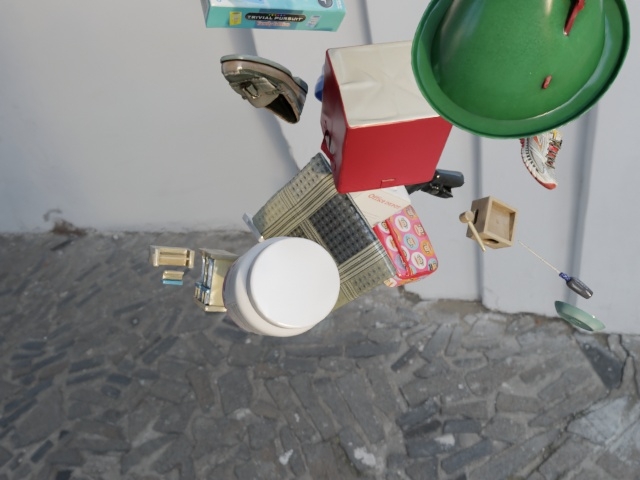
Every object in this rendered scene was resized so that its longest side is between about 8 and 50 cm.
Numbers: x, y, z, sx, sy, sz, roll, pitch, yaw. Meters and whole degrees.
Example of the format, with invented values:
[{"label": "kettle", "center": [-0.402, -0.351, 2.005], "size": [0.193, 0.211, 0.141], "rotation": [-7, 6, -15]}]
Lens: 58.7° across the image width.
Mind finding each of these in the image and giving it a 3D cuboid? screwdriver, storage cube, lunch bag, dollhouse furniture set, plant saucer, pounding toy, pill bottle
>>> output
[{"label": "screwdriver", "center": [0.444, 0.056, 1.084], "size": [0.170, 0.024, 0.025], "rotation": [34, 75, 5]}, {"label": "storage cube", "center": [0.109, -0.220, 1.026], "size": [0.215, 0.193, 0.183], "rotation": [-8, 62, -8]}, {"label": "lunch bag", "center": [0.258, 0.014, 2.008], "size": [0.258, 0.120, 0.293], "rotation": [-10, 70, -36]}, {"label": "dollhouse furniture set", "center": [-0.296, 0.082, 1.284], "size": [0.184, 0.129, 0.129], "rotation": [6, 2, -26]}, {"label": "plant saucer", "center": [0.587, 0.177, 1.301], "size": [0.119, 0.119, 0.021], "rotation": [28, 83, 41]}, {"label": "pounding toy", "center": [0.502, -0.043, 1.783], "size": [0.094, 0.206, 0.181], "rotation": [-16, 56, 61]}, {"label": "pill bottle", "center": [-0.072, 0.079, 0.955], "size": [0.160, 0.160, 0.283], "rotation": [-29, 1, -18]}]

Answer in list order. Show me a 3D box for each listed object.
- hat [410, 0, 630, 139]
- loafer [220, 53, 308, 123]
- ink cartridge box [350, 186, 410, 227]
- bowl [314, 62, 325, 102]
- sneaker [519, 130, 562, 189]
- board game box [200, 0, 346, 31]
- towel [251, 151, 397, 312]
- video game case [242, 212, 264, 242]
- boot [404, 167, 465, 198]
[{"label": "hat", "center": [0.155, -0.200, 0.403], "size": [0.173, 0.183, 0.208], "rotation": [32, 85, 18]}, {"label": "loafer", "center": [-0.095, -0.282, 1.079], "size": [0.096, 0.084, 0.267], "rotation": [3, 3, 25]}, {"label": "ink cartridge box", "center": [0.077, -0.100, 1.590], "size": [0.283, 0.207, 0.117], "rotation": [-33, 62, 29]}, {"label": "bowl", "center": [0.182, -0.369, 1.372], "size": [0.392, 0.077, 0.391], "rotation": [5, 2, 0]}, {"label": "sneaker", "center": [0.538, -0.225, 1.378], "size": [0.093, 0.088, 0.225], "rotation": [-25, 54, 36]}, {"label": "board game box", "center": [-0.129, -0.639, 1.378], "size": [0.336, 0.079, 0.253], "rotation": [-8, 73, -23]}, {"label": "towel", "center": [0.000, 0.000, 1.300], "size": [0.056, 0.312, 0.324], "rotation": [-32, -2, -40]}, {"label": "video game case", "center": [-0.104, -0.001, 1.658], "size": [0.026, 0.227, 0.206], "rotation": [-61, 28, 9]}, {"label": "boot", "center": [0.318, -0.164, 1.842], "size": [0.207, 0.246, 0.094], "rotation": [11, 60, -34]}]
